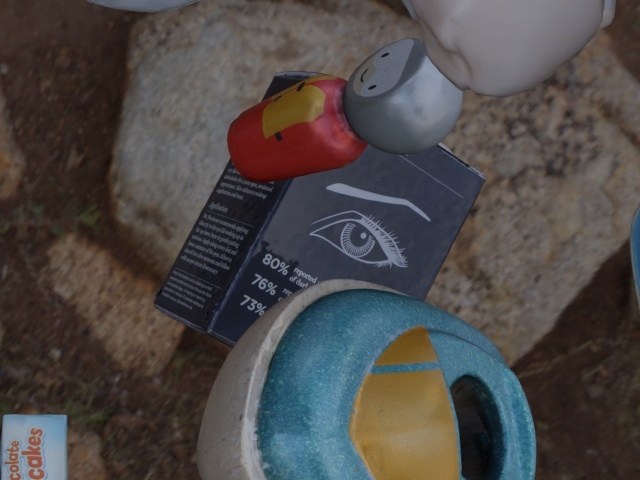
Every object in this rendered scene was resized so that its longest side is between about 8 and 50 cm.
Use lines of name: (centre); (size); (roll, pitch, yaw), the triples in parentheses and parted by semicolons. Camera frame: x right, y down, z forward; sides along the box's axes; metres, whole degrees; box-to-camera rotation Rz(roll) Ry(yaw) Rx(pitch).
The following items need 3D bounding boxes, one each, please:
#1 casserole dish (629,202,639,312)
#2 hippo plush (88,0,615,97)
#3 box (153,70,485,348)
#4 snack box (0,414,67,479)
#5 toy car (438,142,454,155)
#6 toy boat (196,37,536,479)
casserole dish: (0.145, -0.005, 0.405); (0.037, 0.188, 0.114); (7, 59, -20)
hippo plush: (-0.017, -0.196, 0.484); (0.237, 0.234, 0.294); (2, 88, 15)
box: (0.000, 0.000, 1.024); (0.153, 0.108, 0.207); (32, 83, -29)
snack box: (-0.260, 0.312, 1.219); (0.060, 0.322, 0.187); (1, 54, -14)
toy car: (0.089, -0.018, 1.557); (0.159, 0.182, 0.136); (-30, 81, -20)
toy boat: (0.035, 0.050, 0.785); (0.267, 0.148, 0.318); (3, 75, -56)
